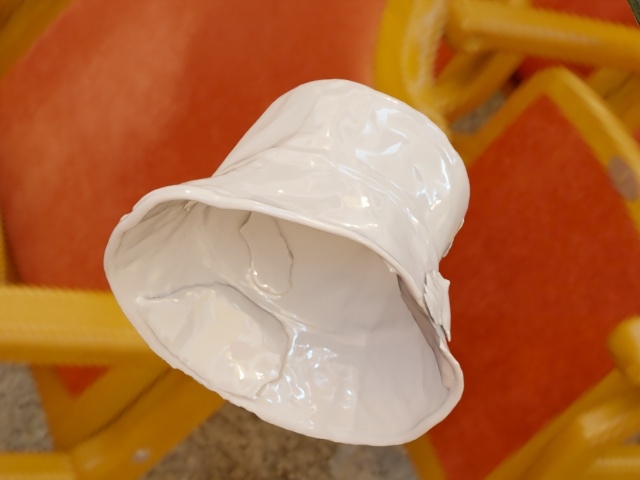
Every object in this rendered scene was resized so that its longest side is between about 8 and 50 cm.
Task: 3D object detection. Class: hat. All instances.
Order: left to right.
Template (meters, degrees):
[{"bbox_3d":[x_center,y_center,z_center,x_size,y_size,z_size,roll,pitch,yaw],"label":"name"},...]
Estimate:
[{"bbox_3d":[0.000,0.000,0.847,0.203,0.203,0.126,32,56,-8],"label":"hat"}]

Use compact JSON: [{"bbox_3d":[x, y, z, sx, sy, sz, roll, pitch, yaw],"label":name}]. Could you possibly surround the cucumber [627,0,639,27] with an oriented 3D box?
[{"bbox_3d":[0.123,-0.031,0.432,0.039,0.039,0.168,-22,76,-51],"label":"cucumber"}]
